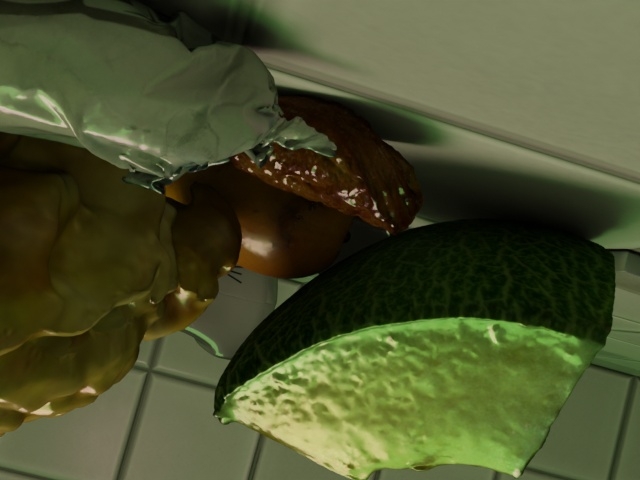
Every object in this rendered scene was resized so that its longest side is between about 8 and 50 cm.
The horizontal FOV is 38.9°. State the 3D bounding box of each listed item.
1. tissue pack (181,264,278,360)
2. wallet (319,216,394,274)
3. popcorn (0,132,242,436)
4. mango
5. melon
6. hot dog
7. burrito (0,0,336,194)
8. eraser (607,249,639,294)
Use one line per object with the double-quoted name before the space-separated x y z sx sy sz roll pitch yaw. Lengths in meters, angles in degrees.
"tissue pack" -0.243 0.059 1.618 0.333 0.235 0.229 17 -177 -12
"wallet" 0.000 0.000 1.143 0.244 0.025 0.124 13 143 35
"popcorn" -0.207 -0.006 0.631 0.225 0.264 0.332 -34 165 37
"mango" -0.069 -0.037 0.822 0.219 0.112 0.145 22 -179 35
"melon" 0.114 0.080 0.830 0.331 0.226 0.343 -24 -165 21
"hot dog" 0.005 -0.056 0.628 0.147 0.065 0.099 25 179 24
"burrito" -0.195 -0.110 0.451 0.446 0.101 0.139 17 -178 -26
"eraser" 0.332 0.040 0.905 0.150 0.023 0.104 18 173 -18
